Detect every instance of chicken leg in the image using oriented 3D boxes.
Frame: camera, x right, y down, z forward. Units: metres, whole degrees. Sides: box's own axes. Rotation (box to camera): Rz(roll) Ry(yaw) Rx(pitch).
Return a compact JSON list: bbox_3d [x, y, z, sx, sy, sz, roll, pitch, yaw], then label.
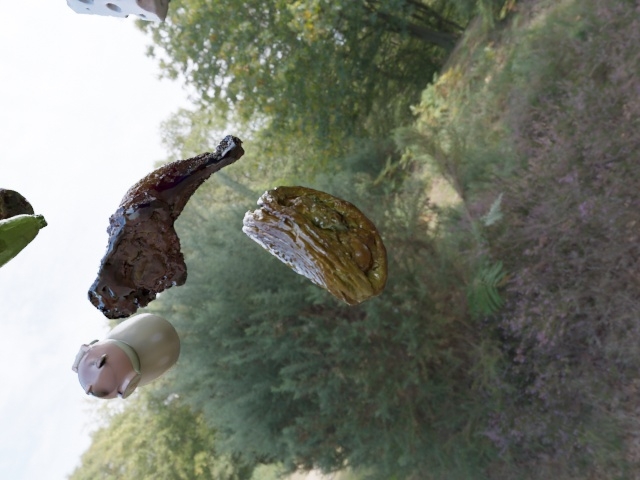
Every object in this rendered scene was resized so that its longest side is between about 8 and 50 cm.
[{"bbox_3d":[-0.148,-0.015,0.480,0.205,0.093,0.053,-60,35,15],"label":"chicken leg"}]

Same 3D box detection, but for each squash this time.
[{"bbox_3d":[-0.749,0.038,1.117,0.371,0.118,0.118,-42,-19,-40],"label":"squash"}]

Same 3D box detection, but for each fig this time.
[{"bbox_3d":[-0.913,-0.050,1.424,0.246,0.149,0.149,-23,-4,2],"label":"fig"}]

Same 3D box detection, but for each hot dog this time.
[{"bbox_3d":[0.000,0.000,0.921,0.196,0.272,0.122,-28,-34,-52],"label":"hot dog"}]

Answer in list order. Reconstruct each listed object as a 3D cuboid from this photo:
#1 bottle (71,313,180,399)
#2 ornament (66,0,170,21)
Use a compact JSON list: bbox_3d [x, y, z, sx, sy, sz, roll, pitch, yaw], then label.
[{"bbox_3d":[-0.405,0.247,1.081,0.236,0.148,0.147,-29,-36,-78],"label":"bottle"},{"bbox_3d":[-0.448,-0.626,1.060,0.240,0.240,0.238,35,-112,-74],"label":"ornament"}]
